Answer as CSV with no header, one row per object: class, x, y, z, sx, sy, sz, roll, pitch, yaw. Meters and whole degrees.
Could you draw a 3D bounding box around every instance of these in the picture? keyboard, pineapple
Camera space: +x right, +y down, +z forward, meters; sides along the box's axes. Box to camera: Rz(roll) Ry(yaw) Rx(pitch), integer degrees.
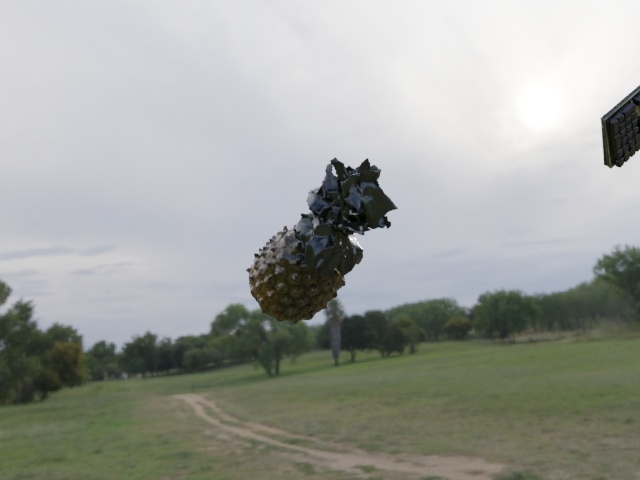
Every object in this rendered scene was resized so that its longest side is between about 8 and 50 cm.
keyboard,0.546,-0.233,1.022,0.317,0.106,0.027,-39,41,-14
pineapple,0.000,0.000,0.746,0.125,0.125,0.251,0,-28,-26
